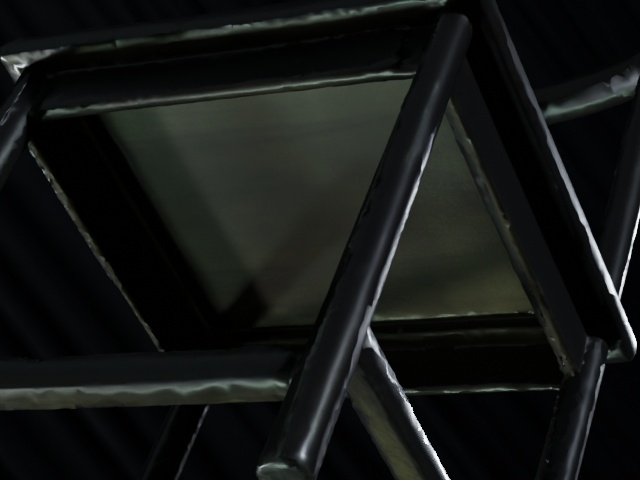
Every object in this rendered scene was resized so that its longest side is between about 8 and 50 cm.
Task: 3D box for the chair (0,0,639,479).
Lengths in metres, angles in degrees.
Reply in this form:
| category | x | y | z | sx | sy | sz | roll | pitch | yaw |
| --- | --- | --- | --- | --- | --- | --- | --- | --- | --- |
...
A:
| category | x | y | z | sx | sy | sz | roll | pitch | yaw |
| --- | --- | --- | --- | --- | --- | --- | --- | --- | --- |
| chair | 0.000 | 0.000 | 0.512 | 0.154 | 0.141 | 0.260 | -4 | -137 | 27 |
